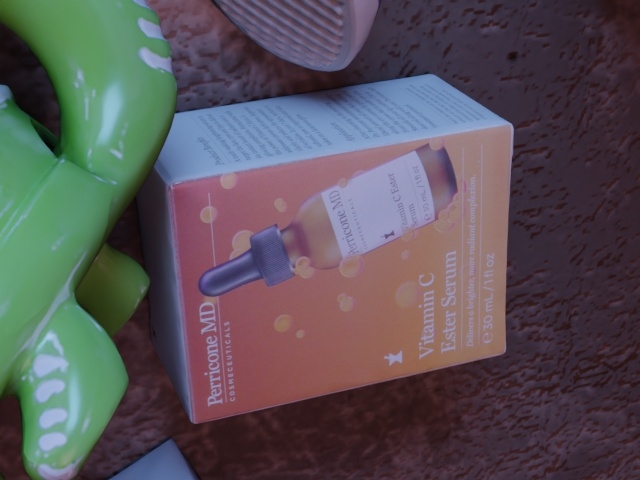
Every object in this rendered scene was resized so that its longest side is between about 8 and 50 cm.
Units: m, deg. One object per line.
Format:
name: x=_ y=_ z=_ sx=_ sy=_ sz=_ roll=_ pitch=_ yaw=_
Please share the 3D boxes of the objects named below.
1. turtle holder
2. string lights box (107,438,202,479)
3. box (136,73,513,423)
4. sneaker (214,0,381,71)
turtle holder: x=-0.190 y=0.017 z=0.472 sx=0.227 sy=0.243 sz=0.320 roll=32 pitch=119 yaw=-9
string lights box: x=-0.037 y=0.250 z=0.702 sx=0.077 sy=0.133 sz=0.259 roll=-32 pitch=121 yaw=-5
box: x=0.000 y=0.000 z=0.629 sx=0.171 sy=0.091 sz=0.130 roll=-12 pitch=117 yaw=-17
sneaker: x=0.004 y=-0.214 z=0.531 sx=0.161 sy=0.102 sz=0.282 roll=-51 pitch=148 yaw=-29
